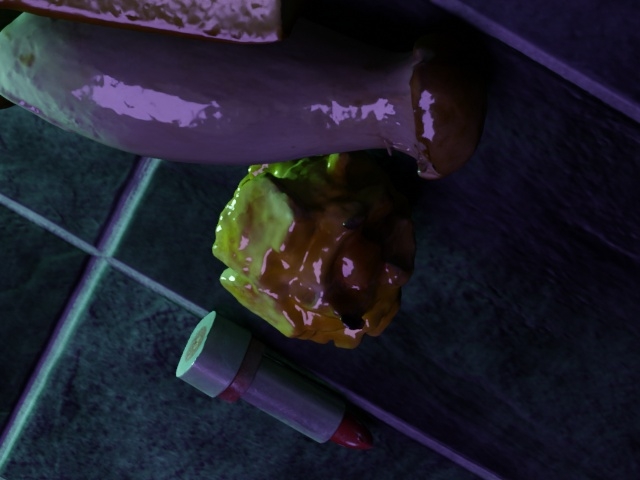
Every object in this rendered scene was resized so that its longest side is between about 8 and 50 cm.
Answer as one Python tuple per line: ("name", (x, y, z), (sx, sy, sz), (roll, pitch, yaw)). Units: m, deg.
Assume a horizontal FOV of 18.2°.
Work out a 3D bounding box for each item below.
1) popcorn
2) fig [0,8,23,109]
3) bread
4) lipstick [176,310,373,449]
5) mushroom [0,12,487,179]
("popcorn", (0.000, 0.000, 1.486), (0.167, 0.148, 0.152), (31, 178, -30))
("fig", (-0.256, -0.183, 1.461), (0.117, 0.117, 0.177), (-18, 110, 45))
("bread", (-0.187, -0.199, 1.300), (0.361, 0.138, 0.077), (9, 115, 5))
("lipstick", (-0.033, 0.137, 1.753), (0.186, 0.063, 0.057), (32, 145, -15))
("mushroom", (-0.058, -0.111, 1.389), (0.350, 0.128, 0.128), (8, 141, 10))
